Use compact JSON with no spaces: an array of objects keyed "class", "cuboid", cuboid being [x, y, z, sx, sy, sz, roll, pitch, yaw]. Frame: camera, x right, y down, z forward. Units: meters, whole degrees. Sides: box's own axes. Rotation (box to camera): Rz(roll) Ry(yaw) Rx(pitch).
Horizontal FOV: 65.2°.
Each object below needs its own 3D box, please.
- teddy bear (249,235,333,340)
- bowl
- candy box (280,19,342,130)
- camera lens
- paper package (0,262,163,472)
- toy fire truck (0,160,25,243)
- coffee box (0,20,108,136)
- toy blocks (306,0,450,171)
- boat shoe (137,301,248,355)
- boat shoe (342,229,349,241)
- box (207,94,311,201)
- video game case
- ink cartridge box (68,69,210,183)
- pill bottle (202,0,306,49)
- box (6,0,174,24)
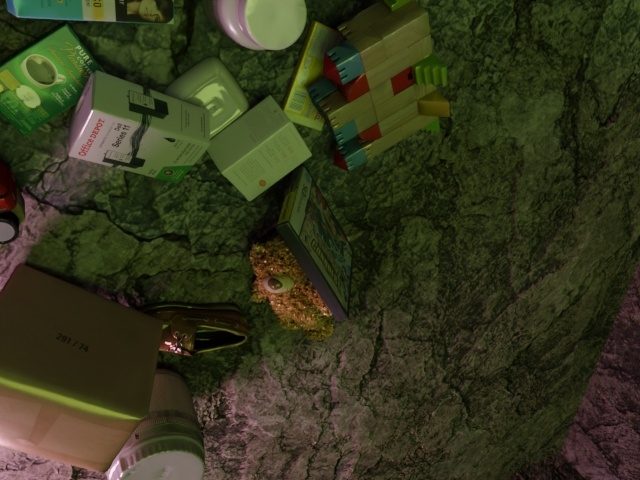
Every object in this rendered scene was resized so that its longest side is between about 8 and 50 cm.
[{"class":"teddy bear","cuboid":[-0.072,0.140,1.217,0.113,0.245,0.338,-49,162,-30]},{"class":"bowl","cuboid":[-0.217,-0.269,0.987,0.142,0.053,0.142,-37,130,-1]},{"class":"candy box","cuboid":[-0.008,-0.345,1.063,0.105,0.027,0.206,9,115,-34]},{"class":"camera lens","cuboid":[-0.405,0.465,1.205,0.219,0.274,0.220,-13,125,-20]},{"class":"paper package","cuboid":[-0.498,0.237,0.964,0.324,0.310,0.168,29,110,-23]},{"class":"toy fire truck","cuboid":[-0.644,-0.112,0.823,0.216,0.159,0.247,-17,136,-17]},{"class":"coffee box","cuboid":[-0.472,-0.275,0.857,0.184,0.040,0.113,-36,130,-3]},{"class":"toy blocks","cuboid":[0.099,-0.310,1.036,0.260,0.191,0.381,-31,148,0]},{"class":"boat shoe","cuboid":[-0.324,0.217,1.201,0.306,0.104,0.111,-6,123,-23]},{"class":"boat shoe","cuboid":[0.034,0.037,1.313,0.049,0.043,0.137,15,113,-35]},{"class":"box","cuboid":[-0.126,-0.186,1.029,0.170,0.091,0.130,-36,152,2]},{"class":"video game case","cuboid":[0.000,0.000,1.123,0.035,0.248,0.275,-21,121,20]},{"class":"ink cartridge box","cuboid":[-0.327,-0.196,0.904,0.208,0.087,0.153,12,149,-36]},{"class":"pill bottle","cuboid":[-0.113,-0.396,0.846,0.131,0.229,0.131,-13,124,-20]},{"class":"box","cuboid":[-0.356,-0.401,0.787,0.244,0.060,0.101,-16,127,-37]}]
